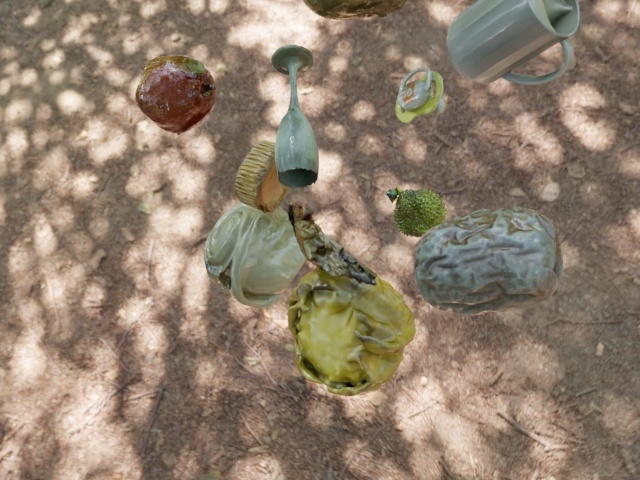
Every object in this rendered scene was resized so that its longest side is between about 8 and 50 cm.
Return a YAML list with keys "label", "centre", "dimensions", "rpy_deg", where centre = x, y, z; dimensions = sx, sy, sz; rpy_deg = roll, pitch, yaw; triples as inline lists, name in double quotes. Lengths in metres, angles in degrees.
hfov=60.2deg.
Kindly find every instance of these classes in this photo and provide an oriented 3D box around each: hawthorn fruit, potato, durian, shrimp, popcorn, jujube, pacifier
- label: "hawthorn fruit"
  centre: [-0.327, -0.352, 1.312]
  dimensions: [0.202, 0.185, 0.185]
  rpy_deg: [-2, 60, 33]
- label: "potato"
  centre: [0.083, -0.546, 1.111]
  dimensions: [0.296, 0.141, 0.191]
  rpy_deg: [-7, 101, -9]
- label: "durian"
  centre: [0.305, -0.088, 1.728]
  dimensions: [0.146, 0.159, 0.198]
  rpy_deg: [-11, 15, -30]
- label: "shrimp"
  centre: [0.000, 0.010, 0.916]
  dimensions: [0.066, 0.117, 0.262]
  rpy_deg: [-39, 27, -13]
- label: "popcorn"
  centre: [0.055, 0.162, 1.012]
  dimensions: [0.250, 0.190, 0.250]
  rpy_deg: [4, 105, 15]
- label: "jujube"
  centre: [0.357, 0.046, 1.205]
  dimensions: [0.317, 0.226, 0.226]
  rpy_deg: [-9, 59, 22]
- label: "pacifier"
  centre: [0.138, -0.188, 0.727]
  dimensions: [0.083, 0.064, 0.068]
  rpy_deg: [-18, 64, 51]

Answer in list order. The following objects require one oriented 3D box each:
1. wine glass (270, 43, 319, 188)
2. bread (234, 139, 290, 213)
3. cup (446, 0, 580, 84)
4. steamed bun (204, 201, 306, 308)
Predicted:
- label: "wine glass"
  centre: [-0.014, -0.297, 1.117]
  dimensions: [0.096, 0.264, 0.309]
  rpy_deg: [9, 64, -28]
- label: "bread"
  centre: [-0.159, -0.183, 1.560]
  dimensions: [0.104, 0.199, 0.199]
  rpy_deg: [23, 70, 22]
- label: "cup"
  centre: [0.581, -0.601, 1.653]
  dimensions: [0.237, 0.327, 0.322]
  rpy_deg: [-39, 98, -31]
- label: "steamed bun"
  centre: [-0.232, 0.034, 1.745]
  dimensions: [0.368, 0.255, 0.342]
  rpy_deg: [35, 106, 47]
